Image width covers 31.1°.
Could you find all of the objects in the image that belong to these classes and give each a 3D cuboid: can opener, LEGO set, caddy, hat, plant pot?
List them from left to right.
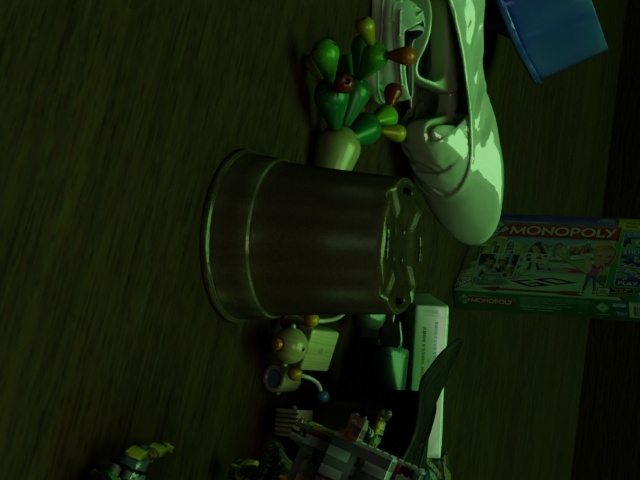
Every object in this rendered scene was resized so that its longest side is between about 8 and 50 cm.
[{"bbox_3d":[-0.021,0.209,0.924,0.331,0.255,0.192,37,75,-56],"label":"LEGO set"},{"bbox_3d":[0.000,0.000,1.059,0.167,0.165,0.167,3,90,-68],"label":"plant pot"},{"bbox_3d":[0.041,0.235,1.221,0.331,0.134,0.331,17,90,-78],"label":"hat"},{"bbox_3d":[0.052,0.145,1.376,0.095,0.076,0.283,12,82,-36],"label":"can opener"},{"bbox_3d":[0.332,-0.392,1.835,0.341,0.179,0.241,30,41,-66],"label":"caddy"}]

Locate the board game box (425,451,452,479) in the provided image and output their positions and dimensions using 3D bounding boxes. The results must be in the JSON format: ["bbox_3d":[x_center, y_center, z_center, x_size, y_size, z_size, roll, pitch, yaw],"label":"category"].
[{"bbox_3d":[0.143,0.364,1.564,0.194,0.060,0.194,57,24,-50],"label":"board game box"}]

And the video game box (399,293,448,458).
[{"bbox_3d":[0.127,0.167,1.477,0.205,0.048,0.187,-138,-131,-89],"label":"video game box"}]

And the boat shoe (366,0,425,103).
[{"bbox_3d":[0.096,-0.258,1.400,0.066,0.063,0.184,35,61,-65],"label":"boat shoe"}]

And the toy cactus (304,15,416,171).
[{"bbox_3d":[0.040,-0.135,1.251,0.219,0.112,0.181,42,64,-74],"label":"toy cactus"}]

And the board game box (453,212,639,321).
[{"bbox_3d":[0.394,0.039,1.856,0.213,0.317,0.046,-63,147,-47],"label":"board game box"}]

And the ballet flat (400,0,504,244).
[{"bbox_3d":[0.154,-0.188,1.508,0.139,0.139,0.400,-20,107,-67],"label":"ballet flat"}]

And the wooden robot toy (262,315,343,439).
[{"bbox_3d":[-0.030,0.109,1.133,0.079,0.076,0.173,11,97,-54],"label":"wooden robot toy"}]
